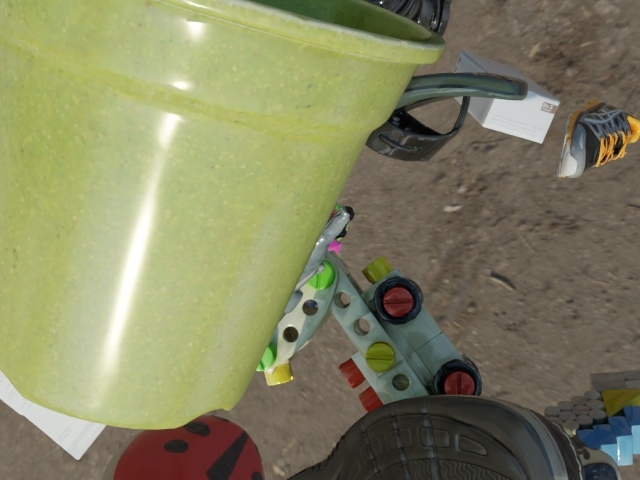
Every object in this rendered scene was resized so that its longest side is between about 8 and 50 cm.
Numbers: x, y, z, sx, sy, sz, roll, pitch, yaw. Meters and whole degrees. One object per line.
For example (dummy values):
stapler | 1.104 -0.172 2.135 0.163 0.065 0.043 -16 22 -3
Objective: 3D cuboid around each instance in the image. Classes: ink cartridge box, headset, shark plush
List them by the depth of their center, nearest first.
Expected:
shark plush | -0.023 0.027 0.820 0.161 0.067 0.073 -25 97 33
ink cartridge box | -0.392 0.172 1.489 0.239 0.060 0.275 39 114 -3
headset | 0.153 -0.467 1.769 0.243 0.394 0.185 2 82 -50

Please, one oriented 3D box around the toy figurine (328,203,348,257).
toy figurine | 0.000 0.000 1.514 0.130 0.159 0.173 40 76 -6

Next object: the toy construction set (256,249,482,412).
toy construction set | 0.039 0.143 0.997 0.215 0.151 0.328 -36 99 5

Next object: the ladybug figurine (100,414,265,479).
ladybug figurine | -0.220 0.445 1.697 0.305 0.449 0.162 42 110 -5

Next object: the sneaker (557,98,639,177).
sneaker | 0.385 -0.140 1.324 0.083 0.215 0.084 20 125 22

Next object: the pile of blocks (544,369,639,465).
pile of blocks | 0.295 0.277 1.143 0.362 0.149 0.113 -21 116 -27

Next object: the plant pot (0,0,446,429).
plant pot | -0.096 -0.040 0.574 0.276 0.276 0.254 15 108 -6

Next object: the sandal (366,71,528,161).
sandal | 0.080 -0.120 1.028 0.302 0.120 0.086 -13 93 29

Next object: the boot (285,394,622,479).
boot | 0.146 0.216 0.813 0.284 0.377 0.138 1 61 -32

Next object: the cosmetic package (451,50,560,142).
cosmetic package | 0.309 -0.251 1.660 0.117 0.231 0.086 14 112 -14
